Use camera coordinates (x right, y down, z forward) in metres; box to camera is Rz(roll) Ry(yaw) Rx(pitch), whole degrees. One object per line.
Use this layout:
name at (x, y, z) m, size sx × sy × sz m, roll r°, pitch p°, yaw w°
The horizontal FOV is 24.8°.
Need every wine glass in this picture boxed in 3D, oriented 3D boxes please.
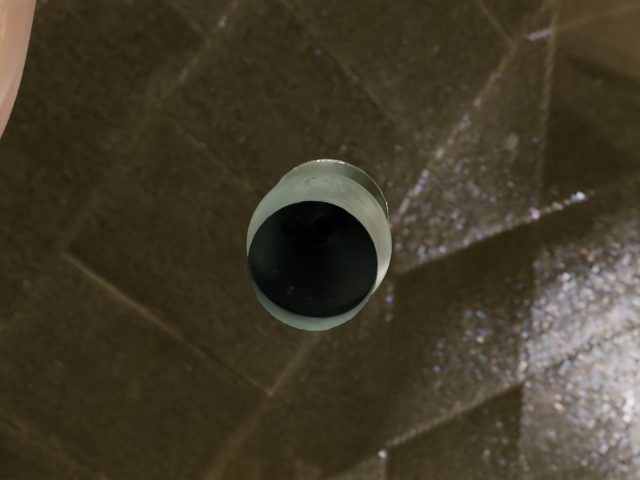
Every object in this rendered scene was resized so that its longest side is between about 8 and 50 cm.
wine glass at (0.000, 0.000, 0.929) m, size 0.093 × 0.202 × 0.092 m, roll 0°, pitch 99°, yaw 1°

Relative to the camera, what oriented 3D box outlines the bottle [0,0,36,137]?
bottle at (-0.183, -0.094, 0.482) m, size 0.173 × 0.206 × 0.296 m, roll -1°, pitch 118°, yaw -30°
